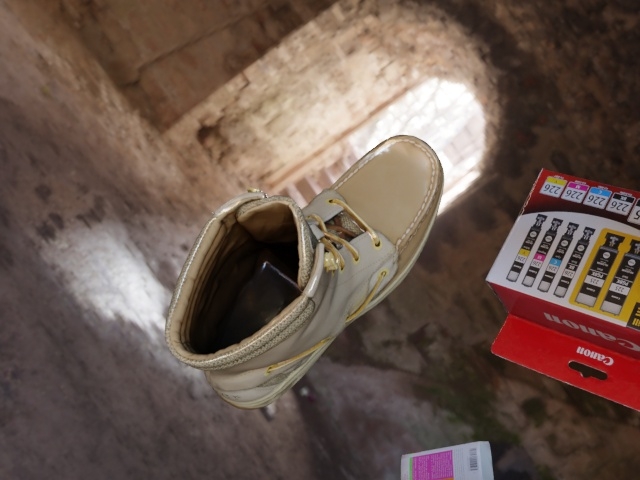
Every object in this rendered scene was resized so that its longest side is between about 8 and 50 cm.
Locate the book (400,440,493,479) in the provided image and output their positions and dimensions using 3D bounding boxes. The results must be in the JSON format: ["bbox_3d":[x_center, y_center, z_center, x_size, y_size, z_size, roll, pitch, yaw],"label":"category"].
[{"bbox_3d":[0.162,0.316,1.189,0.035,0.144,0.096,12,66,-36],"label":"book"}]

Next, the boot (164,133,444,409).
[{"bbox_3d":[0.000,0.000,0.658,0.095,0.262,0.203,41,-10,15],"label":"boot"}]

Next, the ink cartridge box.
[{"bbox_3d":[0.412,0.072,1.309,0.309,0.272,0.130,18,-18,35],"label":"ink cartridge box"}]
